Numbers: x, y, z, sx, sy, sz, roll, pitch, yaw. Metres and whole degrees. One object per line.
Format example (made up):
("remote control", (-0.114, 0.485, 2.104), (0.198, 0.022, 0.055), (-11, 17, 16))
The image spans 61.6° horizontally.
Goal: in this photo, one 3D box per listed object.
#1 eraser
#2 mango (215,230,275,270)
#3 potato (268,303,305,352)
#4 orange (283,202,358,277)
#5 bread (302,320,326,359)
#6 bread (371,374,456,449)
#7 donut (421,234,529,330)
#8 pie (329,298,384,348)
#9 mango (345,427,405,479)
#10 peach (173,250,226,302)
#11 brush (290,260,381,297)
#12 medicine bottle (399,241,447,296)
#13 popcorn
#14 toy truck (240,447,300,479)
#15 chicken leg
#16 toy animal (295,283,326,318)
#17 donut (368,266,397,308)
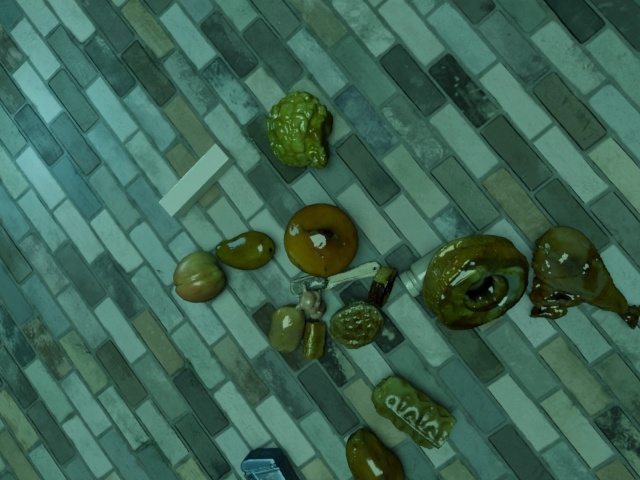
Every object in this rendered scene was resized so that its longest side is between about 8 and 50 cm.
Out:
("eraser", (-0.437, -0.210, 1.910), (0.298, 0.078, 0.076), (-44, 82, 10))
("mango", (-0.261, 0.038, 1.870), (0.227, 0.099, 0.136), (-7, 94, 20))
("potato", (-0.117, 0.301, 1.837), (0.118, 0.109, 0.178), (11, 99, -23))
("orange", (0.000, 0.000, 1.740), (0.246, 0.246, 0.246), (0, 91, 12))
("bread", (-0.021, 0.339, 1.835), (0.053, 0.074, 0.132), (11, 91, 49))
("bread", (0.291, 0.553, 1.745), (0.267, 0.130, 0.152), (35, 103, 11))
("donut", (0.473, 0.127, 1.620), (0.330, 0.160, 0.330), (-4, 111, -12))
("pie", (0.119, 0.283, 1.802), (0.193, 0.079, 0.163), (-24, 100, 15))
("mango", (0.181, 0.741, 1.775), (0.156, 0.151, 0.249), (-28, 79, -19))
("peach", (-0.425, 0.131, 1.871), (0.184, 0.184, 0.184), (0, 91, 12))
("brush", (0.046, 0.130, 1.822), (0.327, 0.065, 0.070), (-15, 86, 11))
("medicine bottle", (0.355, 0.096, 1.731), (0.186, 0.103, 0.103), (-36, 84, 11))
("popcorn", (-0.057, -0.352, 1.768), (0.251, 0.206, 0.237), (39, 84, -3))
("toy truck", (-0.146, 0.894, 1.840), (0.175, 0.146, 0.367), (-33, 84, 7))
("chicken leg", (0.779, 0.156, 1.633), (0.409, 0.182, 0.295), (35, 108, -7))
("toy animal", (-0.027, 0.219, 1.804), (0.089, 0.150, 0.083), (-17, 46, 19))
("donut", (0.204, 0.148, 1.753), (0.059, 0.140, 0.140), (23, 96, 20))
